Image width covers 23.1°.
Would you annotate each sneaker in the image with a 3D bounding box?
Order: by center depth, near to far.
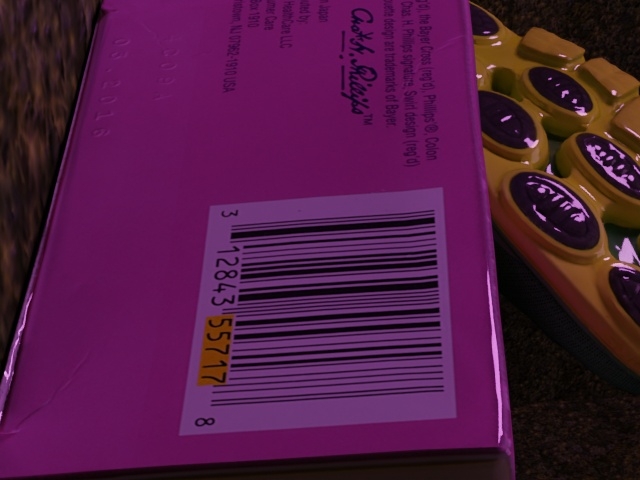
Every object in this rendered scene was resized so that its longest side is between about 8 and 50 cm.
[{"bbox_3d":[0.057,-0.025,0.647,0.295,0.109,0.123,42,-41,41],"label":"sneaker"}]

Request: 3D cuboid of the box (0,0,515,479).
[{"bbox_3d":[0.000,0.075,0.476,0.213,0.117,0.243,-88,172,-52],"label":"box"}]
